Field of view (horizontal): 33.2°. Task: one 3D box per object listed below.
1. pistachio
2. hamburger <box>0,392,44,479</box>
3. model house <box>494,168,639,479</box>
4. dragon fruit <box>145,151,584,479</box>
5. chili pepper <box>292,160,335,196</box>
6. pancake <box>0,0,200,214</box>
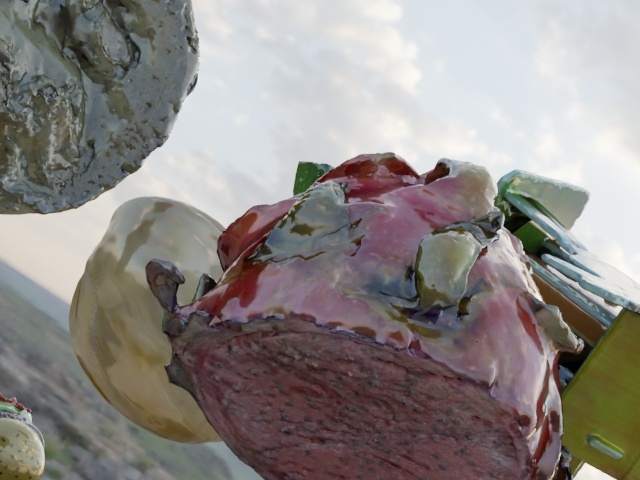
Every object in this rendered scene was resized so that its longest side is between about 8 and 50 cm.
[{"bbox_3d":[-0.174,0.092,1.272,0.230,0.230,0.308,15,-47,61],"label":"pistachio"},{"bbox_3d":[-0.480,0.315,1.564,0.175,0.175,0.137,40,-14,-37],"label":"hamburger"},{"bbox_3d":[0.222,0.137,0.995,0.324,0.300,0.340,39,18,31],"label":"model house"},{"bbox_3d":[0.062,0.047,0.850,0.296,0.263,0.314,-8,-50,35],"label":"dragon fruit"},{"bbox_3d":[0.001,0.000,1.687,0.099,0.253,0.083,-5,3,-24],"label":"chili pepper"},{"bbox_3d":[-0.279,-0.209,1.008,0.082,0.386,0.387,5,-27,43],"label":"pancake"}]
